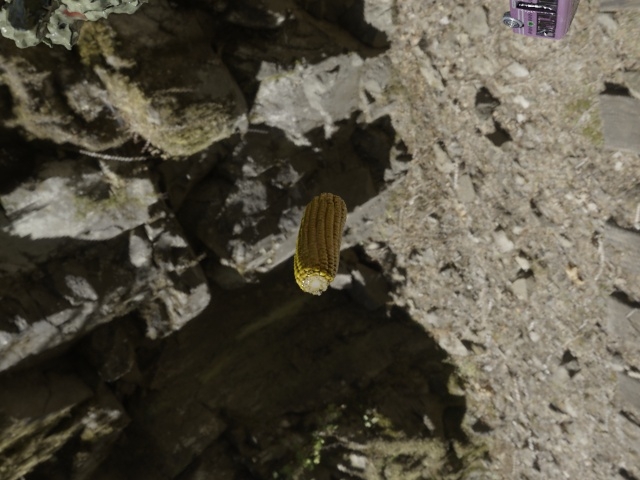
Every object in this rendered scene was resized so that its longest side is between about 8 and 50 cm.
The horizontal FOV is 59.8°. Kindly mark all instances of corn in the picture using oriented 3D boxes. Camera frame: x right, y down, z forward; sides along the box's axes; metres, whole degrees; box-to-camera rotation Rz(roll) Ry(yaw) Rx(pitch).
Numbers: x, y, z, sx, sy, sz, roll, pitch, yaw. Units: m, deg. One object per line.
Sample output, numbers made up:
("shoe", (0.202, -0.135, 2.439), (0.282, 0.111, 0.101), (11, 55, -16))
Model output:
("corn", (0.000, 0.000, 0.428), (0.092, 0.037, 0.037), (-83, -16, -44))

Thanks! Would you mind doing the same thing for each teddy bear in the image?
("teddy bear", (-0.334, -0.412, 0.819), (0.367, 0.357, 0.224), (50, -170, 34))

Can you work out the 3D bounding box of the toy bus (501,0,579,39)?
("toy bus", (0.304, -0.345, 0.748), (0.098, 0.086, 0.178), (24, -176, 21))
